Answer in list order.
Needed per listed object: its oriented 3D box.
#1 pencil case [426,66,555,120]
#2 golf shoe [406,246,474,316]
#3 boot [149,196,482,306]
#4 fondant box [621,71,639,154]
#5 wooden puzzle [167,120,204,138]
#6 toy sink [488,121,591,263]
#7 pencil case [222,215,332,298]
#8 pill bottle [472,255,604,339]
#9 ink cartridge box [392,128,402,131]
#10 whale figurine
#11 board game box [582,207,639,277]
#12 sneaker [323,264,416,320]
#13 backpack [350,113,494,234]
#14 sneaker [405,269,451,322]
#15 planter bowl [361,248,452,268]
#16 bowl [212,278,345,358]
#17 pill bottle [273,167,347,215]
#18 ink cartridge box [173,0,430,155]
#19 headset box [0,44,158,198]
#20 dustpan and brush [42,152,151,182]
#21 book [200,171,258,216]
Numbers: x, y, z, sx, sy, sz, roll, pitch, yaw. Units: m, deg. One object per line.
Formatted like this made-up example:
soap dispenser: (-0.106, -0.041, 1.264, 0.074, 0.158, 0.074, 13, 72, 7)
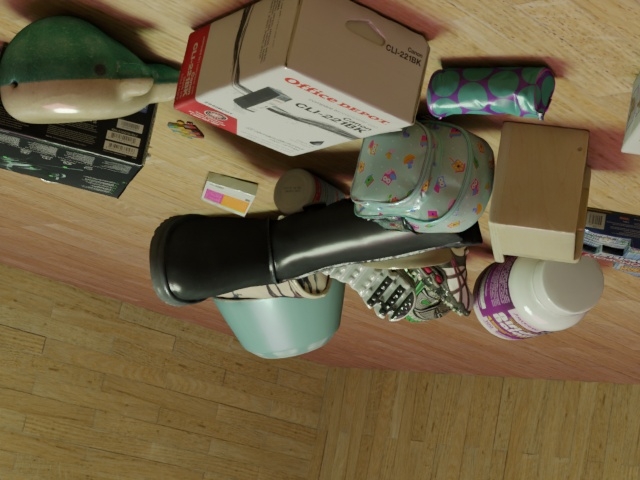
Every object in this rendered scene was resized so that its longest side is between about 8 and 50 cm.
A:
pencil case: (0.212, -0.182, 1.472, 0.151, 0.064, 0.070, 5, 141, 28)
golf shoe: (0.251, 0.059, 2.272, 0.105, 0.120, 0.273, 37, 177, 35)
boot: (0.001, -0.001, 1.871, 0.445, 0.146, 0.367, -7, -176, 23)
fondant box: (0.478, -0.164, 1.260, 0.238, 0.096, 0.330, 10, 166, 4)
wooden puzzle: (-0.224, -0.183, 1.966, 0.049, 0.006, 0.083, 7, 167, 16)
toy sink: (0.324, -0.057, 1.722, 0.131, 0.153, 0.234, 8, 166, 13)
pencil case: (-0.150, 0.029, 2.476, 0.410, 0.184, 0.160, -1, -166, 45)
pill bottle: (0.417, 0.096, 2.257, 0.169, 0.169, 0.301, 14, 167, -11)
ink cartridge box: (0.047, -0.184, 1.633, 0.088, 0.052, 0.122, 22, 162, -39)
whale figurine: (-0.309, -0.235, 1.616, 0.216, 0.141, 0.272, 0, -173, 41)
board game box: (0.523, 0.009, 2.038, 0.194, 0.060, 0.194, 10, 166, 6)
sneaker: (0.068, 0.030, 2.261, 0.292, 0.110, 0.118, 44, -156, 0)
backpack: (0.145, -0.094, 1.671, 0.188, 0.166, 0.144, 10, 171, 33)
sneaker: (0.232, 0.094, 2.482, 0.146, 0.134, 0.343, 5, 165, 22)
planter bowl: (0.149, -0.016, 2.077, 0.162, 0.109, 0.162, -4, -173, 0)
bowl: (-0.075, 0.157, 2.634, 0.311, 0.163, 0.311, -13, -168, 3)
pill bottle: (-0.005, -0.064, 2.108, 0.087, 0.087, 0.160, 1, 164, 37)
ink cartridge box: (-0.027, -0.204, 1.469, 0.197, 0.114, 0.273, 20, 164, -32)
headset box: (-0.406, -0.176, 1.872, 0.246, 0.131, 0.283, 14, 167, -14)
dustpan and brush: (-0.402, -0.151, 2.070, 0.211, 0.147, 0.060, -11, 133, -15)
book: (-0.178, -0.090, 2.270, 0.096, 0.035, 0.144, 16, 166, -8)
